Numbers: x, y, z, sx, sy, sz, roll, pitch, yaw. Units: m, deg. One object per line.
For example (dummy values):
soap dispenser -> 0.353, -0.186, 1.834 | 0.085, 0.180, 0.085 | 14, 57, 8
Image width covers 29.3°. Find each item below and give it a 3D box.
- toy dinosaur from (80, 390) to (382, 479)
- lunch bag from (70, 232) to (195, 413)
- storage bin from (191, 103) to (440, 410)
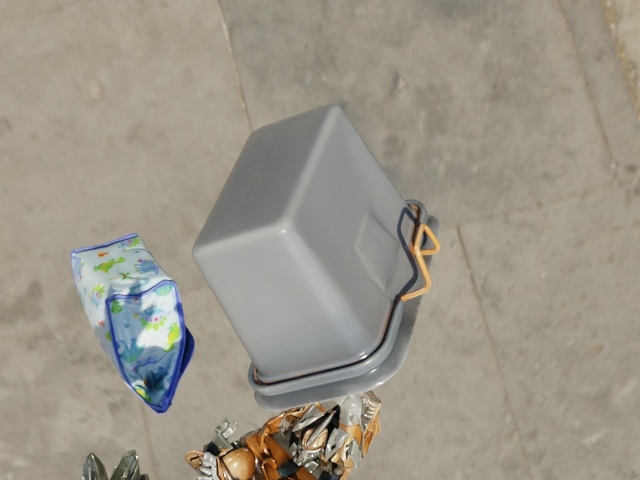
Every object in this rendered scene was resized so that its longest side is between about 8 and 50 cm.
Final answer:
toy dinosaur -> -0.074, 0.234, 0.856 | 0.164, 0.218, 0.322 | 20, 88, 14
lunch bag -> -0.193, 0.088, 1.275 | 0.096, 0.151, 0.129 | -14, 29, -21
storage bin -> 0.000, 0.000, 0.598 | 0.098, 0.091, 0.135 | -15, 33, 28
